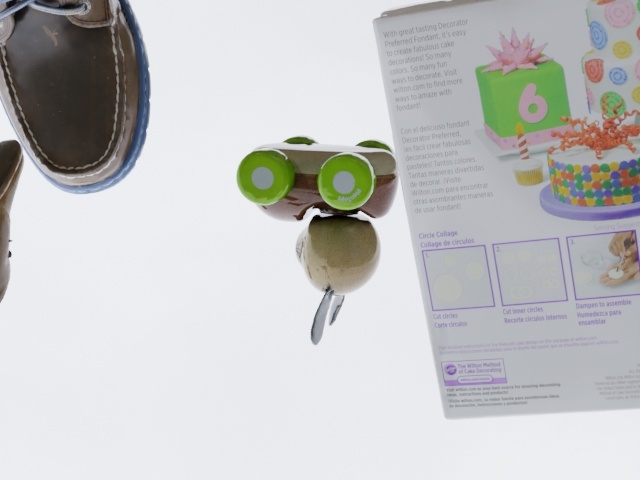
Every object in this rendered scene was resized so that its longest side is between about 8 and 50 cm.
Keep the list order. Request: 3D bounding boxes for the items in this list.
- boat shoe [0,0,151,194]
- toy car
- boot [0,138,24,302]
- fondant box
[{"bbox_3d":[-0.115,-0.109,0.473,0.066,0.183,0.066,-13,179,3],"label":"boat shoe"},{"bbox_3d":[0.000,0.000,1.147,0.149,0.188,0.155,4,-169,13],"label":"toy car"},{"bbox_3d":[-0.496,-0.006,1.730,0.112,0.115,0.305,-3,-123,34],"label":"boot"},{"bbox_3d":[0.190,-0.034,0.913,0.238,0.330,0.096,-6,-164,20],"label":"fondant box"}]
